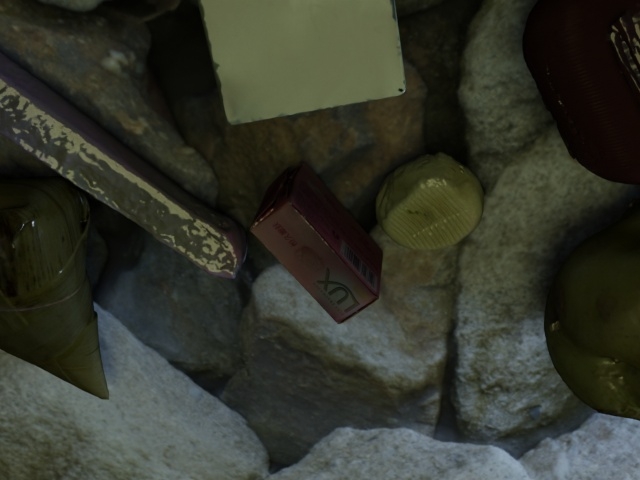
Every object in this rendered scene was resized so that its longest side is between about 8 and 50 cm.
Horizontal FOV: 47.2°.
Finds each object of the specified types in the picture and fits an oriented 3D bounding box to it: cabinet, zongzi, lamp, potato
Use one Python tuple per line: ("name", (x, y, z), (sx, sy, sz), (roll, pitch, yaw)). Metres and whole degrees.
("cabinet", (-0.014, -0.209, 0.634), (0.145, 0.206, 0.150), (-9, 113, 6))
("zongzi", (-0.386, 0.066, 0.810), (0.273, 0.145, 0.300), (3, 124, 6))
("lamp", (0.285, -0.159, 0.663), (0.180, 0.180, 0.258), (-30, 110, 13))
("potato", (0.391, 0.041, 0.737), (0.351, 0.202, 0.218), (-37, 119, 8))

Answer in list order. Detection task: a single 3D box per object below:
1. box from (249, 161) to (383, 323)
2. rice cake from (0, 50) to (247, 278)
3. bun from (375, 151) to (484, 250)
("box", (0.000, 0.000, 0.777), (0.060, 0.111, 0.156), (-34, 107, 23))
("rice cake", (-0.238, -0.088, 0.768), (0.399, 0.070, 0.064), (36, 106, -14))
("bun", (0.115, -0.044, 0.778), (0.115, 0.069, 0.115), (2, 134, 2))
